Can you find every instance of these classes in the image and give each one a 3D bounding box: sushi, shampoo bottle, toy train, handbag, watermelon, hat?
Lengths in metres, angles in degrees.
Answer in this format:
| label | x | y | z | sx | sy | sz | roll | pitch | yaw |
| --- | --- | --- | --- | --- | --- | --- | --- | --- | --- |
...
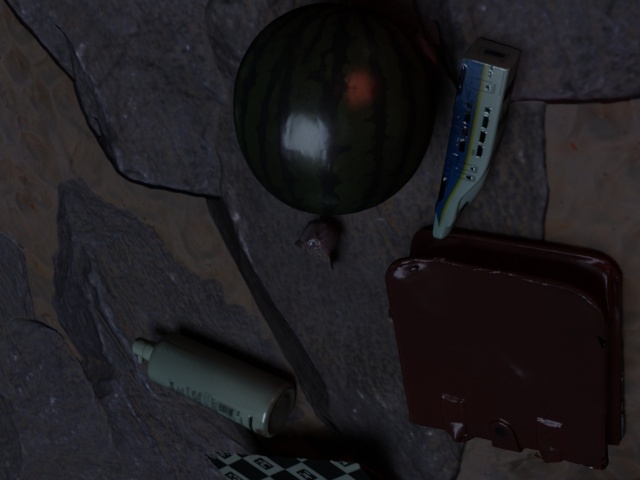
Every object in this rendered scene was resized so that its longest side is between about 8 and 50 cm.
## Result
| label | x | y | z | sx | sy | sz | roll | pitch | yaw |
| --- | --- | --- | --- | --- | --- | --- | --- | --- | --- |
| sushi | 0.002 | 0.379 | 1.494 | 0.290 | 0.050 | 0.264 | -7 | 131 | 36 |
| shampoo bottle | -0.167 | 0.200 | 1.453 | 0.262 | 0.085 | 0.085 | 21 | 132 | 23 |
| toy train | 0.156 | -0.091 | 1.024 | 0.051 | 0.052 | 0.234 | 19 | 131 | 17 |
| handbag | 0.214 | 0.126 | 1.131 | 0.260 | 0.084 | 0.276 | 10 | 128 | 27 |
| watermelon | 0.012 | -0.133 | 0.985 | 0.212 | 0.212 | 0.212 | 19 | 131 | 23 |
| hat | 0.001 | 0.000 | 1.219 | 0.058 | 0.042 | 0.087 | 33 | 169 | 15 |
